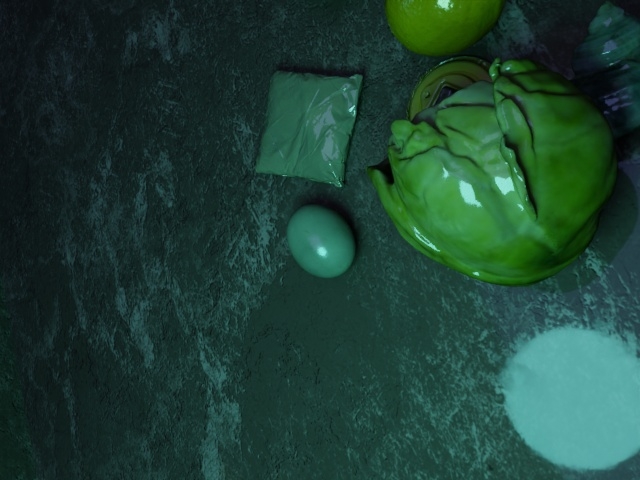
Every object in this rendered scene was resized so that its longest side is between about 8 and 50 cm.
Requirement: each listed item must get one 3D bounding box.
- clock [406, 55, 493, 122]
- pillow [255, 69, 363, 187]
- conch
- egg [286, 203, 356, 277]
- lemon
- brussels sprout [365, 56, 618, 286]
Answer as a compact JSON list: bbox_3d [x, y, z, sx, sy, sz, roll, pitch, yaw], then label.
[{"bbox_3d":[0.289,-0.294,1.281,0.237,0.057,0.237,-3,83,31],"label":"clock"},{"bbox_3d":[-0.038,-0.287,1.470,0.281,0.076,0.274,14,93,33],"label":"pillow"},{"bbox_3d":[0.530,-0.292,1.076,0.220,0.195,0.277,14,123,41],"label":"conch"},{"bbox_3d":[0.000,0.000,1.367,0.149,0.149,0.192,-49,60,17],"label":"egg"},{"bbox_3d":[0.256,-0.501,1.219,0.236,0.236,0.263,-56,20,13],"label":"lemon"},{"bbox_3d":[0.309,-0.091,1.050,0.342,0.425,0.361,-26,88,-17],"label":"brussels sprout"}]
